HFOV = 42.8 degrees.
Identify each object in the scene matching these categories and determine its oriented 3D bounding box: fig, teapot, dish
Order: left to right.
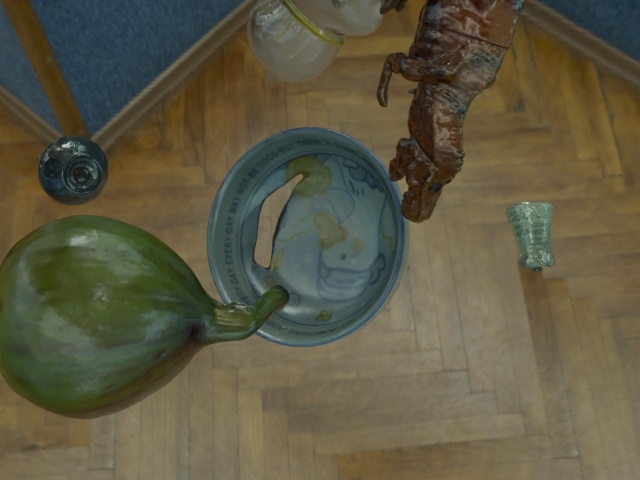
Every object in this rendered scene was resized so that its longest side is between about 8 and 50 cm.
[{"bbox_3d":[-0.137,0.064,0.588,0.186,0.148,0.142,13,74,11],"label":"fig"},{"bbox_3d":[0.000,0.000,1.061,0.273,0.134,0.273,-3,84,24],"label":"dish"},{"bbox_3d":[0.256,-0.001,0.989,0.057,0.067,0.083,-3,74,-4],"label":"teapot"}]

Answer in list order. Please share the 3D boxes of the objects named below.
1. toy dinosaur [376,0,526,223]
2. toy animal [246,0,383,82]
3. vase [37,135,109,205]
[{"bbox_3d":[0.116,-0.227,0.643,0.097,0.432,0.208,-4,37,-44],"label":"toy dinosaur"},{"bbox_3d":[-0.011,-0.314,1.108,0.149,0.248,0.165,-17,69,-40],"label":"toy animal"},{"bbox_3d":[-0.441,-0.125,1.418,0.120,0.120,0.183,-43,30,-19],"label":"vase"}]
